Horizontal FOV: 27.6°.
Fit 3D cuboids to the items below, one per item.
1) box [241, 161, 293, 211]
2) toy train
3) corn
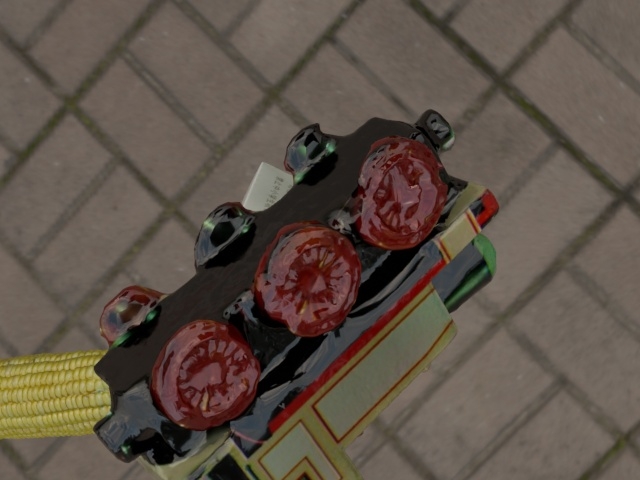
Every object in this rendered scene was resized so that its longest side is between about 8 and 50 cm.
[{"bbox_3d":[0.000,0.000,1.130,0.152,0.100,0.048,28,123,-6],"label":"box"},{"bbox_3d":[-0.001,0.025,0.383,0.138,0.050,0.087,-43,122,-15],"label":"toy train"},{"bbox_3d":[-0.265,0.148,1.245,0.248,0.081,0.081,-8,88,32],"label":"corn"}]
